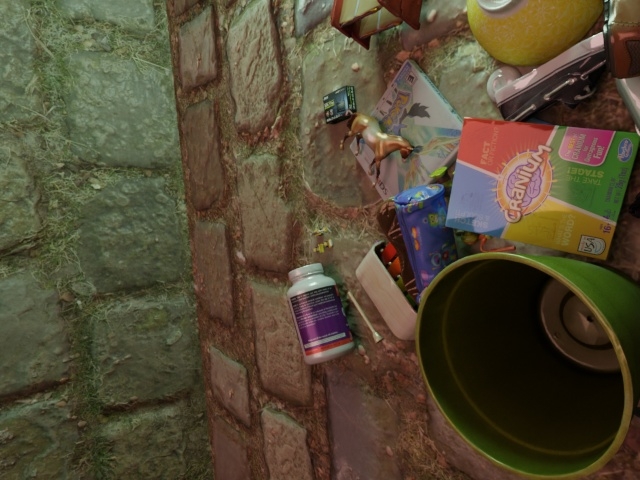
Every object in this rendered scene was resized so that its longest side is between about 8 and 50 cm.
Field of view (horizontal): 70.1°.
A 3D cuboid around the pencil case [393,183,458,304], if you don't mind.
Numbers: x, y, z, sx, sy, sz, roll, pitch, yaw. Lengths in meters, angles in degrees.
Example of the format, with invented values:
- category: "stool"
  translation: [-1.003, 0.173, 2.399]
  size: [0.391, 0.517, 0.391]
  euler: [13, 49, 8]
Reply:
- category: "pencil case"
  translation: [0.261, 0.022, 1.097]
  size: [0.119, 0.133, 0.307]
  euler: [3, 112, 52]

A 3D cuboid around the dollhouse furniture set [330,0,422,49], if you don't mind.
- category: "dollhouse furniture set"
  translation: [0.175, -0.738, 1.210]
  size: [0.201, 0.152, 0.375]
  euler: [9, 86, 52]

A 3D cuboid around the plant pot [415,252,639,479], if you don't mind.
- category: "plant pot"
  translation: [0.431, 0.180, 0.847]
  size: [0.366, 0.352, 0.367]
  euler: [14, 108, 50]

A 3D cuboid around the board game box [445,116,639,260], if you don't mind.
- category: "board game box"
  translation: [0.436, -0.115, 0.932]
  size: [0.316, 0.064, 0.243]
  euler: [14, 108, 29]

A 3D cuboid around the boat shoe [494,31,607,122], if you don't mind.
- category: "boat shoe"
  translation: [0.486, -0.308, 0.886]
  size: [0.301, 0.108, 0.102]
  euler: [-22, 86, 50]

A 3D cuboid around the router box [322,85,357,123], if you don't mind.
- category: "router box"
  translation: [0.061, -0.435, 1.470]
  size: [0.122, 0.038, 0.092]
  euler: [-6, 92, 53]

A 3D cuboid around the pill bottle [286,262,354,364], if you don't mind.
- category: "pill bottle"
  translation: [-0.009, 0.251, 1.578]
  size: [0.181, 0.181, 0.323]
  euler: [-30, 73, 51]

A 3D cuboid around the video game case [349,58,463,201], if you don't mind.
- category: "video game case"
  translation: [0.235, -0.274, 1.277]
  size: [0.329, 0.036, 0.300]
  euler: [-53, 56, 43]

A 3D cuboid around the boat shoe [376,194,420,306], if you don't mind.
- category: "boat shoe"
  translation: [0.268, 0.033, 1.237]
  size: [0.121, 0.110, 0.341]
  euler: [-21, 97, 27]

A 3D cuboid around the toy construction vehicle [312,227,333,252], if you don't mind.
- category: "toy construction vehicle"
  translation: [0.000, 0.000, 1.638]
  size: [0.098, 0.035, 0.086]
  euler: [-16, 84, 53]

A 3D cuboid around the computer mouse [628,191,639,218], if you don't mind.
- category: "computer mouse"
  translation: [0.621, -0.015, 0.789]
  size: [0.193, 0.042, 0.106]
  euler: [60, 171, 24]

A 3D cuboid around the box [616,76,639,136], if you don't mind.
- category: "box"
  translation: [0.595, -0.224, 0.707]
  size: [0.181, 0.119, 0.181]
  euler: [-27, 75, 30]

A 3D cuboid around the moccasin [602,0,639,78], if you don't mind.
- category: "moccasin"
  translation: [0.514, -0.411, 0.697]
  size: [0.146, 0.380, 0.139]
  euler: [-5, 138, 34]

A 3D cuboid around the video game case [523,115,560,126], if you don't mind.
- category: "video game case"
  translation: [0.456, -0.188, 1.021]
  size: [0.119, 0.015, 0.167]
  euler: [40, 126, 42]

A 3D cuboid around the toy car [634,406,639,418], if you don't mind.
- category: "toy car"
  translation: [0.641, 0.360, 0.785]
  size: [0.188, 0.154, 0.149]
  euler: [52, 135, 46]

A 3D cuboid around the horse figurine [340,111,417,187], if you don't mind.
- category: "horse figurine"
  translation: [0.144, -0.284, 1.313]
  size: [0.263, 0.066, 0.175]
  euler: [57, 143, 26]

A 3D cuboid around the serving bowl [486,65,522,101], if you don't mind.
- category: "serving bowl"
  translation: [0.412, -0.353, 1.036]
  size: [0.083, 0.027, 0.084]
  euler: [15, 109, 51]

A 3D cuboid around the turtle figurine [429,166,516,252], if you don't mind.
- category: "turtle figurine"
  translation: [0.356, -0.073, 1.108]
  size: [0.269, 0.087, 0.218]
  euler: [18, 132, 62]

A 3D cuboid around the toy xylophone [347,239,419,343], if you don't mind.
- category: "toy xylophone"
  translation: [0.200, 0.164, 1.369]
  size: [0.236, 0.081, 0.323]
  euler: [-50, 58, 45]

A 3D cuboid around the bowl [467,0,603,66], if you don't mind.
- category: "bowl"
  translation: [0.402, -0.510, 0.915]
  size: [0.289, 0.155, 0.290]
  euler: [13, 106, 51]
